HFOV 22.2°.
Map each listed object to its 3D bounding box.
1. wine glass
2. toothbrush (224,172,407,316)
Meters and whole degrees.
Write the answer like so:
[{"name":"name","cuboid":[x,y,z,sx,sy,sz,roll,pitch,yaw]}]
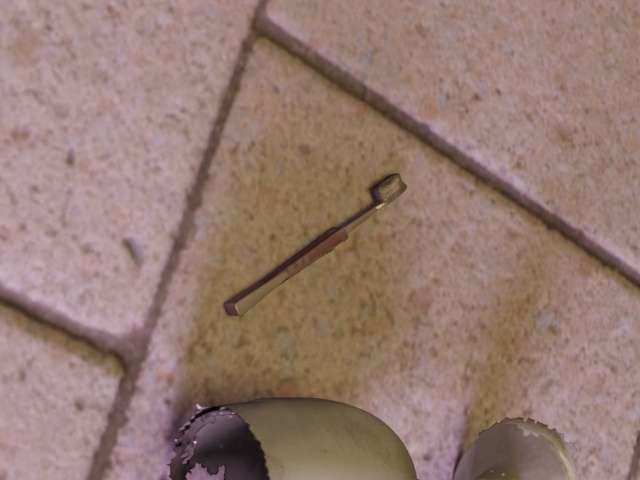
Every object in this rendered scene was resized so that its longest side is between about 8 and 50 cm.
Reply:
[{"name":"wine glass","cuboid":[0.043,0.182,1.161,0.321,0.143,0.143,13,81,-39]},{"name":"toothbrush","cuboid":[0.001,0.002,1.209,0.194,0.014,0.017,-39,113,-34]}]
